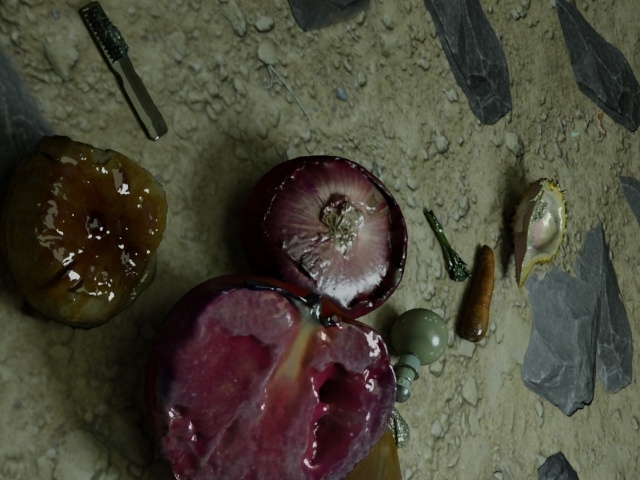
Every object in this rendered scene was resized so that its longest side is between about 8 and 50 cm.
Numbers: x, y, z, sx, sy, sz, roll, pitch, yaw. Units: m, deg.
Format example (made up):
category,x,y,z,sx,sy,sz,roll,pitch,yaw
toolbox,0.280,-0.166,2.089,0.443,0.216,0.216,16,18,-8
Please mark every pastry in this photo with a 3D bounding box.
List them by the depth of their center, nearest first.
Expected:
category,x,y,z,sx,sy,sz,roll,pitch,yaw
pastry,-0.272,-0.016,1.168,0.218,0.100,0.229,-46,115,-42

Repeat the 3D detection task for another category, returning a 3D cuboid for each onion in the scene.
category,x,y,z,sx,sy,sz,roll,pitch,yaw
onion,0.002,0.001,1.406,0.248,0.161,0.248,16,56,-25

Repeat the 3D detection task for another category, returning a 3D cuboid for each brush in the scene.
category,x,y,z,sx,sy,sz,roll,pitch,yaw
brush,-0.246,-0.218,1.293,0.034,0.027,0.190,-41,112,-41

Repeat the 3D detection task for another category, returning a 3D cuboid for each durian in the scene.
category,x,y,z,sx,sy,sz,roll,pitch,yaw
durian,0.389,-0.010,1.876,0.140,0.078,0.224,49,60,-43

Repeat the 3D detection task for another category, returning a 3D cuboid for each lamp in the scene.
category,x,y,z,sx,sy,sz,roll,pitch,yaw
lamp,0.141,0.182,1.555,0.091,0.091,0.163,48,47,-28

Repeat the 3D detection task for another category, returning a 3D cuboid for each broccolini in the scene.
category,x,y,z,sx,sy,sz,roll,pitch,yaw
broccolini,0.212,0.011,1.725,0.035,0.030,0.140,-33,104,-7

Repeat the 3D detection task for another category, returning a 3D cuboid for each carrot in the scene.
category,x,y,z,sx,sy,sz,roll,pitch,yaw
carrot,0.282,0.090,1.760,0.047,0.047,0.191,39,55,-34

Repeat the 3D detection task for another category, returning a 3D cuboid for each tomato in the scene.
category,x,y,z,sx,sy,sz,roll,pitch,yaw
tomato,-0.089,0.178,1.268,0.335,0.176,0.290,23,96,-31

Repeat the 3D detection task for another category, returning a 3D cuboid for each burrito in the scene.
category,x,y,z,sx,sy,sz,roll,pitch,yaw
burrito,0.080,0.244,1.519,0.051,0.042,0.171,-38,108,-33

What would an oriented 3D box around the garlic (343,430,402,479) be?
category,x,y,z,sx,sy,sz,roll,pitch,yaw
garlic,0.051,0.408,1.412,0.143,0.112,0.318,35,53,-29
